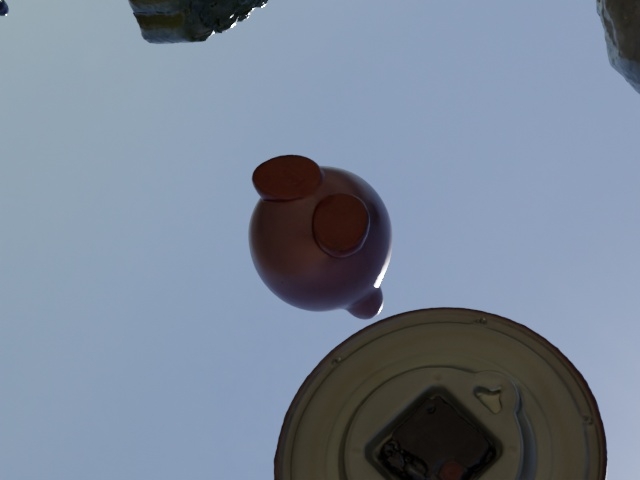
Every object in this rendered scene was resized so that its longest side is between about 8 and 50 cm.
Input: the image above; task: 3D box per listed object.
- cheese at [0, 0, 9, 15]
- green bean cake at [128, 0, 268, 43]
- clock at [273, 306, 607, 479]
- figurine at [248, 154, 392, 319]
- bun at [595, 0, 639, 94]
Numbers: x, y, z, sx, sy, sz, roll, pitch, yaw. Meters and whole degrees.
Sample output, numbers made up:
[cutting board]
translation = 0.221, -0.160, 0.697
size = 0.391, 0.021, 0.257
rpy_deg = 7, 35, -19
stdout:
[cheese]
translation = -0.335, -0.185, 1.578
size = 0.156, 0.064, 0.250
rpy_deg = 21, -141, 22
[green bean cake]
translation = -0.145, -0.345, 2.138
size = 0.113, 0.214, 0.200
rpy_deg = 2, -146, 44
[clock]
translation = 0.111, 0.207, 1.762
size = 0.318, 0.080, 0.318
rpy_deg = -6, -118, 12
[figurine]
translation = 0.000, 0.000, 2.115
size = 0.173, 0.173, 0.173
rpy_deg = -33, -157, 16
[bun]
translation = 0.492, -0.252, 2.245
size = 0.354, 0.354, 0.194
rpy_deg = -53, 178, -29
